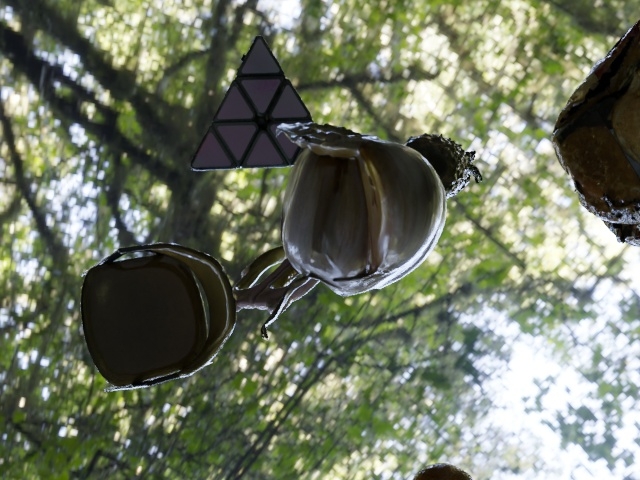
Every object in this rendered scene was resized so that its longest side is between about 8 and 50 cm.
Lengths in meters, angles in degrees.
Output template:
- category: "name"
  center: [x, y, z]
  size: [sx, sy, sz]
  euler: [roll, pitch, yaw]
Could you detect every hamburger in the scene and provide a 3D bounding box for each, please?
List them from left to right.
- category: "hamburger"
  center: [0.326, -0.105, 0.983]
  size: [0.106, 0.231, 0.231]
  euler: [29, -134, -29]

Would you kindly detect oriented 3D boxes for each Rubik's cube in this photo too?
- category: "Rubik's cube"
  center: [-0.069, -0.127, 1.489]
  size: [0.178, 0.211, 0.190]
  euler: [28, -120, 13]

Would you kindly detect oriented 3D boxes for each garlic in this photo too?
- category: "garlic"
  center: [0.002, -0.030, 1.063]
  size: [0.256, 0.207, 0.207]
  euler: [-32, -109, -26]

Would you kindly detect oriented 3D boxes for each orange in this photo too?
- category: "orange"
  center: [0.137, 0.285, 1.161]
  size: [0.085, 0.085, 0.085]
  euler: [11, -128, -14]

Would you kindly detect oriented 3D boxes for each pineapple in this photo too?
- category: "pineapple"
  center: [0.186, -0.110, 1.580]
  size: [0.108, 0.108, 0.197]
  euler: [49, -155, 16]

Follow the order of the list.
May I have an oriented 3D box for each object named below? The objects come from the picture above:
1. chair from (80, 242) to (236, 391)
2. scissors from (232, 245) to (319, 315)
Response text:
- category: "chair"
  center: [-0.195, 0.088, 1.250]
  size: [0.172, 0.247, 0.159]
  euler: [-12, -94, -10]
- category: "scissors"
  center: [0.000, 0.000, 1.299]
  size: [0.317, 0.160, 0.024]
  euler: [-44, -63, -41]
